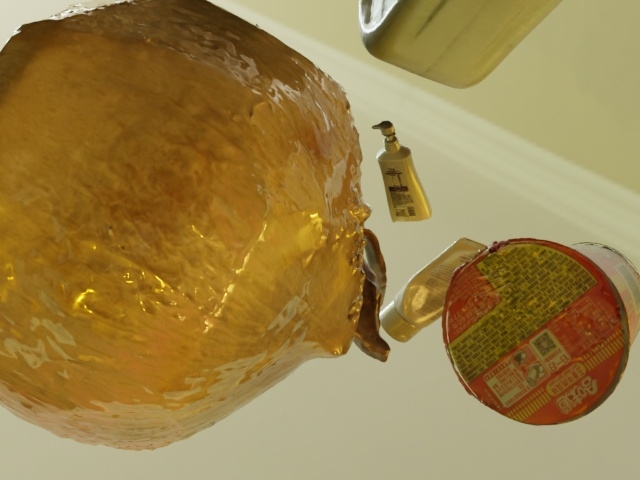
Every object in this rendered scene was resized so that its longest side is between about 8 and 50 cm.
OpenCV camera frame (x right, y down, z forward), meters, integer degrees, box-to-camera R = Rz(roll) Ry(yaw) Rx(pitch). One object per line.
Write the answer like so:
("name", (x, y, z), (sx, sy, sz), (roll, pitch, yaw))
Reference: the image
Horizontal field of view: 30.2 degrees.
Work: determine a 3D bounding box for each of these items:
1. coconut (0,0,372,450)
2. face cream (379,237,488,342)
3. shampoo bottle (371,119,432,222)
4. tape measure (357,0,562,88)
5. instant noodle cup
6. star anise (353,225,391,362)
("coconut", (-0.131, -0.010, 1.012), (0.405, 0.404, 0.404), (-1, -151, 0))
("face cream", (0.192, 0.075, 1.907), (0.114, 0.224, 0.070), (22, -143, -34))
("shampoo bottle", (0.092, -0.080, 1.372), (0.049, 0.141, 0.034), (0, -137, 22))
("tape measure", (0.133, -0.245, 0.875), (0.125, 0.243, 0.246), (21, -122, -17))
("instant noodle cup", (0.252, 0.076, 1.237), (0.193, 0.193, 0.212), (15, -167, 25))
("star anise", (-0.001, 0.002, 1.423), (0.109, 0.349, 0.292), (-31, -154, 13))
